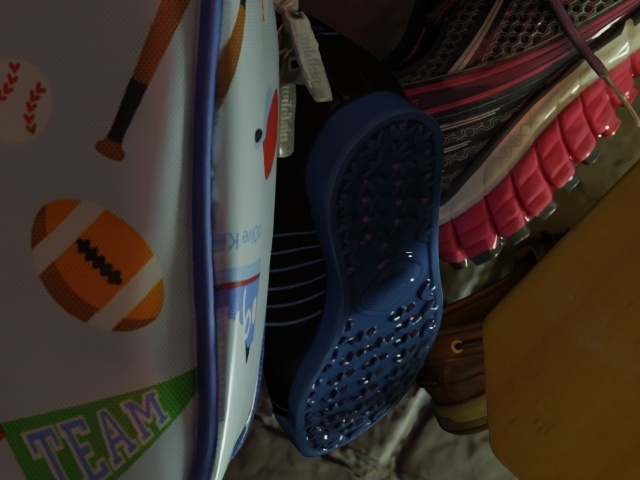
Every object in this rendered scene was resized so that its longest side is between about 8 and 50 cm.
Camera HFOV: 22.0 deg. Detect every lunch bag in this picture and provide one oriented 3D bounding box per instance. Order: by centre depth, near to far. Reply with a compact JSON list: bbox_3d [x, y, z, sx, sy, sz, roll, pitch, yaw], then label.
[{"bbox_3d":[-0.150,-0.032,0.482,0.303,0.115,0.243,2,99,6],"label":"lunch bag"}]

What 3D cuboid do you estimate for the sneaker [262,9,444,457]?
[{"bbox_3d":[0.000,0.000,0.725,0.081,0.090,0.232,-24,145,-25],"label":"sneaker"}]

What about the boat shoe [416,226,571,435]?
[{"bbox_3d":[0.121,0.024,0.790,0.178,0.064,0.060,-32,104,-4],"label":"boat shoe"}]

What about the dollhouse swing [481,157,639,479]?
[{"bbox_3d":[0.299,0.021,0.686,0.347,0.315,0.305,46,130,12],"label":"dollhouse swing"}]

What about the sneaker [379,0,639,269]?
[{"bbox_3d":[0.122,-0.129,0.743,0.112,0.121,0.299,40,89,-10],"label":"sneaker"}]
